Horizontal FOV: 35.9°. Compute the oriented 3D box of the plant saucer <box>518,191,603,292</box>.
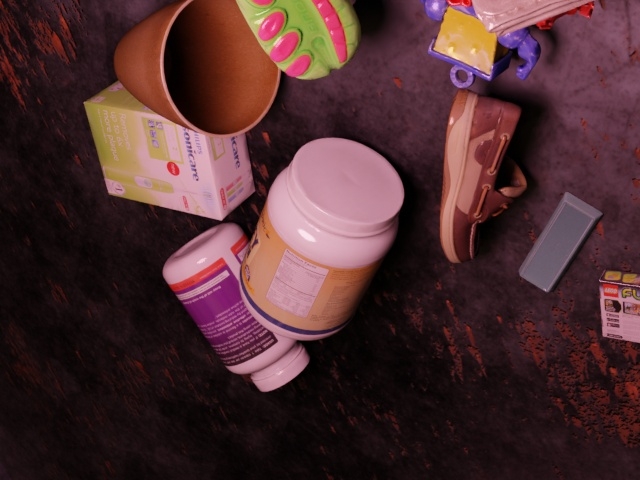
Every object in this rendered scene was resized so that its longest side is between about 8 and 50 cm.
[{"bbox_3d":[0.379,0.009,1.576,0.067,0.018,0.192,33,135,12],"label":"plant saucer"}]

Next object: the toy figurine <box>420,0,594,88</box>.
[{"bbox_3d":[0.180,-0.304,1.372,0.363,0.191,0.217,27,139,20],"label":"toy figurine"}]

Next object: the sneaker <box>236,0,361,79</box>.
[{"bbox_3d":[-0.099,-0.450,1.366,0.185,0.202,0.482,-22,120,2],"label":"sneaker"}]

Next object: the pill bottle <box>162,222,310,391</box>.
[{"bbox_3d":[-0.158,0.136,1.958,0.181,0.181,0.323,-19,108,44],"label":"pill bottle"}]

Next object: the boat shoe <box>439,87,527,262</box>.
[{"bbox_3d":[0.255,-0.084,1.519,0.123,0.123,0.342,9,137,12],"label":"boat shoe"}]

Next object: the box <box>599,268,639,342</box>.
[{"bbox_3d":[0.538,0.112,1.520,0.207,0.036,0.114,9,126,32],"label":"box"}]

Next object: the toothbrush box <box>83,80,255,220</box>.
[{"bbox_3d":[-0.282,-0.176,1.859,0.283,0.122,0.206,13,129,28],"label":"toothbrush box"}]

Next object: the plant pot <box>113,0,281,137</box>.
[{"bbox_3d":[-0.236,-0.303,1.676,0.254,0.237,0.237,14,131,48],"label":"plant pot"}]

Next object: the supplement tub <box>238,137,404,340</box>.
[{"bbox_3d":[0.000,0.000,1.701,0.228,0.228,0.316,35,136,10],"label":"supplement tub"}]

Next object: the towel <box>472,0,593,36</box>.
[{"bbox_3d":[0.250,-0.393,1.199,0.187,0.049,0.282,-17,70,16],"label":"towel"}]

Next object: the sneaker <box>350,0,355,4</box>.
[{"bbox_3d":[-0.007,-0.408,1.523,0.152,0.053,0.061,31,138,13],"label":"sneaker"}]
